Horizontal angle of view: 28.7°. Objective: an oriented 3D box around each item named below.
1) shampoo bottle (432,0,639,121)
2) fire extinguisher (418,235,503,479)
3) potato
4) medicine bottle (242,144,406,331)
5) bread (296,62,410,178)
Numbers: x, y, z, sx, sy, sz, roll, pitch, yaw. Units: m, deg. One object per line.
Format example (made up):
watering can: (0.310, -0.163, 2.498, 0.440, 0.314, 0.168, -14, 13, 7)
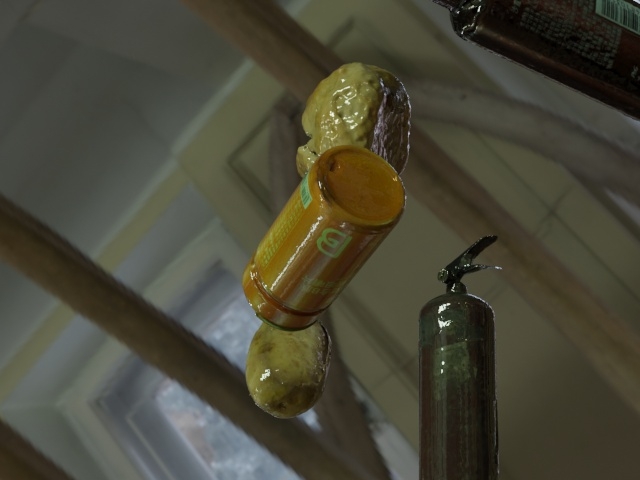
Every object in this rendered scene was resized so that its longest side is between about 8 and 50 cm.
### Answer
shampoo bottle: (0.231, -0.235, 1.306, 0.323, 0.129, 0.084, 19, -16, -24)
fire extinguisher: (0.129, 0.131, 1.113, 0.072, 0.268, 0.089, 17, -25, -35)
potato: (-0.039, 0.151, 1.554, 0.170, 0.107, 0.080, -85, 17, -56)
medicine bottle: (0.000, 0.000, 1.196, 0.096, 0.096, 0.192, -23, -20, -39)
bread: (0.047, -0.156, 1.861, 0.244, 0.134, 0.245, 9, -90, -68)
